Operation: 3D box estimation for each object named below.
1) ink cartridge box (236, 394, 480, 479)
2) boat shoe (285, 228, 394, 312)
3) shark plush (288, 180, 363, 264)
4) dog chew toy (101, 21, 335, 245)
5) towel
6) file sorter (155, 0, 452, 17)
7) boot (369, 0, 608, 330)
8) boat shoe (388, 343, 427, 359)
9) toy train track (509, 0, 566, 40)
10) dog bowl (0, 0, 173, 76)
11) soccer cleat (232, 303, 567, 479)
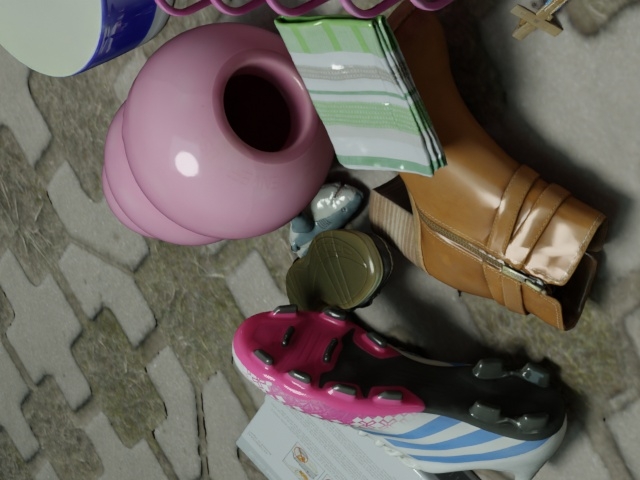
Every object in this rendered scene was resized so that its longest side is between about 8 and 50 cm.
[{"bbox_3d":[0.044,0.264,1.457,0.275,0.060,0.239,45,142,11],"label":"ink cartridge box"},{"bbox_3d":[0.029,0.031,1.268,0.223,0.073,0.080,-37,70,65],"label":"boat shoe"},{"bbox_3d":[0.000,0.000,1.319,0.067,0.073,0.161,14,128,2],"label":"shark plush"},{"bbox_3d":[-0.124,-0.088,1.276,0.207,0.206,0.332,59,150,-5],"label":"dog chew toy"},{"bbox_3d":[0.031,-0.116,1.023,0.113,0.023,0.152,6,137,40],"label":"towel"},{"bbox_3d":[0.004,-0.284,0.989,0.290,0.202,0.182,9,126,43],"label":"file sorter"},{"bbox_3d":[0.138,-0.056,1.081,0.220,0.109,0.283,30,138,31],"label":"boot"},{"bbox_3d":[0.066,0.130,1.339,0.183,0.065,0.083,44,138,3],"label":"boat shoe"},{"bbox_3d":[0.184,-0.190,1.011,0.048,0.014,0.083,24,140,-25],"label":"toy train track"},{"bbox_3d":[-0.280,-0.311,1.340,0.265,0.104,0.265,26,134,31],"label":"dog bowl"},{"bbox_3d":[0.070,0.166,1.231,0.331,0.116,0.143,14,134,5],"label":"soccer cleat"}]
